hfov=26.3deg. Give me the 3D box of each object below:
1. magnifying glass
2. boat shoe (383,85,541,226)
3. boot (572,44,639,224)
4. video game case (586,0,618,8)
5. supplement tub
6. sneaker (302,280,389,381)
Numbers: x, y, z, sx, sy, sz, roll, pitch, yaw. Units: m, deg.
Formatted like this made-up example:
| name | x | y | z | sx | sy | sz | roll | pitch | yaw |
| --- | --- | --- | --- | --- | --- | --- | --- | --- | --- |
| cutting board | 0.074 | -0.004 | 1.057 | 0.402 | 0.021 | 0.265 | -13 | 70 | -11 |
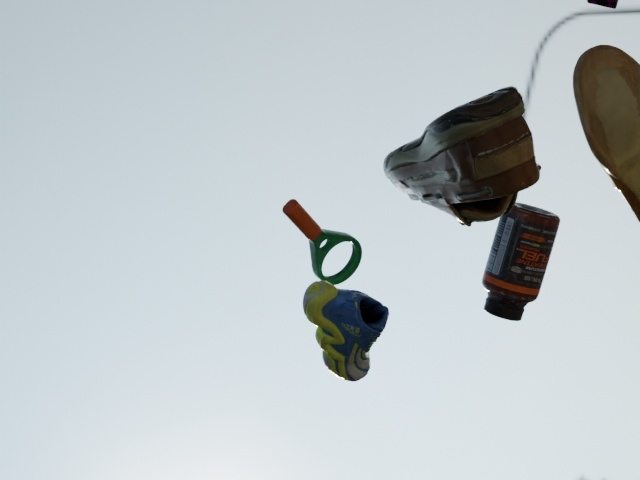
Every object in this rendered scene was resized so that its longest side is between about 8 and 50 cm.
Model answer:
| name | x | y | z | sx | sy | sz | roll | pitch | yaw |
| --- | --- | --- | --- | --- | --- | --- | --- | --- | --- |
| magnifying glass | 0.000 | 0.000 | 2.249 | 0.092 | 0.026 | 0.231 | -47 | -38 | -4 |
| boat shoe | 0.155 | -0.071 | 1.508 | 0.123 | 0.324 | 0.119 | -25 | -93 | -9 |
| boot | 0.392 | -0.084 | 1.662 | 0.295 | 0.104 | 0.211 | 63 | -173 | 10 |
| video game case | 0.368 | -0.417 | 1.601 | 0.232 | 0.042 | 0.210 | -61 | -17 | -47 |
| supplement tub | 0.345 | 0.038 | 2.399 | 0.106 | 0.106 | 0.197 | 1 | -73 | -54 |
| sneaker | 0.062 | 0.159 | 2.251 | 0.240 | 0.126 | 0.091 | 58 | -135 | -46 |
